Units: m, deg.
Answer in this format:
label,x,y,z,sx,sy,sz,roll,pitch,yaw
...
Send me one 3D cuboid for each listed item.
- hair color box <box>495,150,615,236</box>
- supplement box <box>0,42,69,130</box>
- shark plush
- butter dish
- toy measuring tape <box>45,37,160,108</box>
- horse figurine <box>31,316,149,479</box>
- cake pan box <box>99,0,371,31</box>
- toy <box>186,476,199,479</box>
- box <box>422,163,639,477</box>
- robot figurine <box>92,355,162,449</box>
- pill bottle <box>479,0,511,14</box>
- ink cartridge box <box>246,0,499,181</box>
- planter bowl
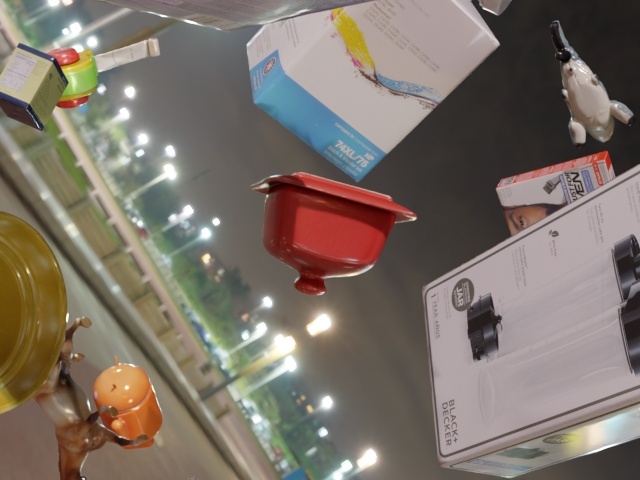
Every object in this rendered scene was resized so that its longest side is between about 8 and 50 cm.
label,x,y,z,sx,sy,sz,roll,pitch,yaw
hair color box,0.362,-0.065,1.390,0.053,0.167,0.093,-43,115,-59
supplement box,-0.398,-0.210,1.260,0.056,0.083,0.083,23,-15,4
shark plush,0.301,-0.179,1.086,0.161,0.073,0.067,47,23,-15
butter dish,0.000,0.000,0.972,0.160,0.160,0.118,179,-76,-77
toy measuring tape,-0.450,-0.342,1.839,0.121,0.330,0.121,36,-42,41
horse figurine,-0.335,0.209,1.225,0.174,0.066,0.263,-31,-93,39
cake pan box,-0.106,-0.233,0.730,0.246,0.267,0.070,9,-88,54
toy,-0.223,0.405,1.231,0.137,0.237,0.056,45,-47,29
box,0.210,0.064,0.695,0.290,0.087,0.169,-36,-134,44
robot figurine,-0.418,0.356,1.985,0.128,0.158,0.219,20,-44,33
pill bottle,0.194,-0.431,1.374,0.221,0.124,0.124,33,-15,12
ink cartridge box,0.062,-0.268,1.252,0.197,0.270,0.198,35,24,-27
planter bowl,-0.382,0.077,0.987,0.090,0.217,0.217,-2,-48,28
